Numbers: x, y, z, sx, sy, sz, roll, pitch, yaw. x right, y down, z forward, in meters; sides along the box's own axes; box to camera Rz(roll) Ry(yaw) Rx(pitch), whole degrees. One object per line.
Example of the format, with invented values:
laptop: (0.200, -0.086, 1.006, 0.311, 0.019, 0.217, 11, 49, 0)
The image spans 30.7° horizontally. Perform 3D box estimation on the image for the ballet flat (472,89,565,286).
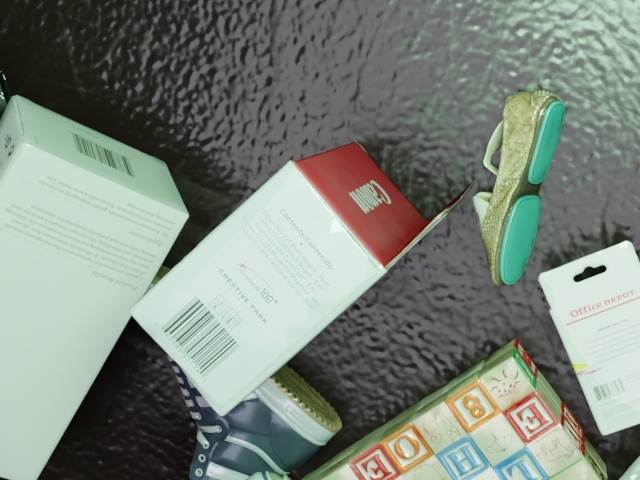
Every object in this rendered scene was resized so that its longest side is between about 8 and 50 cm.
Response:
ballet flat: (0.197, -0.057, 1.213, 0.067, 0.073, 0.206, 21, 101, 36)

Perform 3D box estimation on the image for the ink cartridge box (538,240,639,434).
ink cartridge box: (0.304, 0.095, 1.205, 0.104, 0.061, 0.181, -22, 94, 13)

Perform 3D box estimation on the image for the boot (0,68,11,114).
boot: (-0.435, -0.206, 1.325, 0.137, 0.077, 0.198, -24, 91, -1)

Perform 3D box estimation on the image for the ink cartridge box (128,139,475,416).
ink cartridge box: (0.000, 0.000, 1.129, 0.272, 0.309, 0.130, -42, 88, 14)

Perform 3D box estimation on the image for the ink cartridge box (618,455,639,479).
ink cartridge box: (0.429, 0.315, 1.157, 0.273, 0.114, 0.197, 35, 104, -8)

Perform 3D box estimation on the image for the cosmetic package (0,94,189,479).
cosmetic package: (-0.320, 0.059, 1.250, 0.197, 0.155, 0.365, 26, 106, -28)

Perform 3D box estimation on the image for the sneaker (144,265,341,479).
sneaker: (-0.129, 0.164, 1.290, 0.282, 0.099, 0.153, 42, 102, 0)

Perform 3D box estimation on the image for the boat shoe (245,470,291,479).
boat shoe: (0.040, 0.341, 1.199, 0.094, 0.109, 0.302, -40, 98, 0)

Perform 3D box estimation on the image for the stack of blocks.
stack of blocks: (0.135, 0.262, 1.253, 0.297, 0.087, 0.171, -35, 90, 15)
